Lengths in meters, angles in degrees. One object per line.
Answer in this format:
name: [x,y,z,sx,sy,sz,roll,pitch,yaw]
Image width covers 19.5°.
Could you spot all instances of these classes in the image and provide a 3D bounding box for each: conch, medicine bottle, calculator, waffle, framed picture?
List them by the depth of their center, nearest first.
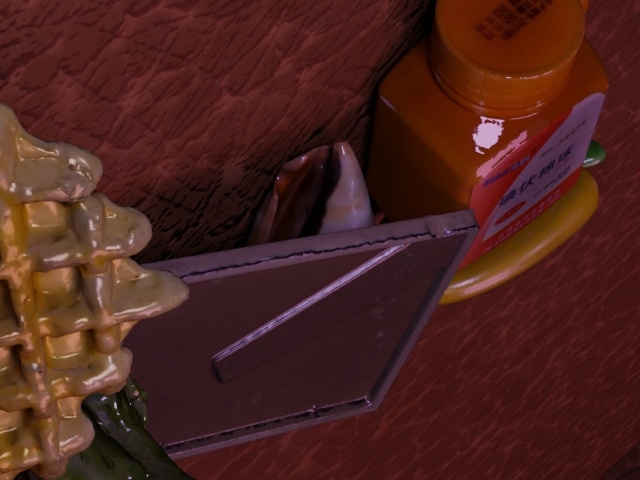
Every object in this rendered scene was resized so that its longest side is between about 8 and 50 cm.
waffle: [-0.207,0.037,0.907,0.261,0.056,0.250,37,101,-29]
framed picture: [-0.040,0.074,1.276,0.289,0.020,0.211,-10,142,-34]
medicine bottle: [0.121,-0.094,1.334,0.149,0.112,0.222,-35,158,-20]
conch: [-0.003,0.009,1.340,0.176,0.104,0.094,93,11,-56]
calculator: [0.133,-0.023,1.467,0.235,0.146,0.032,-39,129,-30]

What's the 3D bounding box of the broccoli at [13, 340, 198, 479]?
broccoli: [-0.116,0.121,1.036,0.165,0.304,0.145,-23,150,-39]
